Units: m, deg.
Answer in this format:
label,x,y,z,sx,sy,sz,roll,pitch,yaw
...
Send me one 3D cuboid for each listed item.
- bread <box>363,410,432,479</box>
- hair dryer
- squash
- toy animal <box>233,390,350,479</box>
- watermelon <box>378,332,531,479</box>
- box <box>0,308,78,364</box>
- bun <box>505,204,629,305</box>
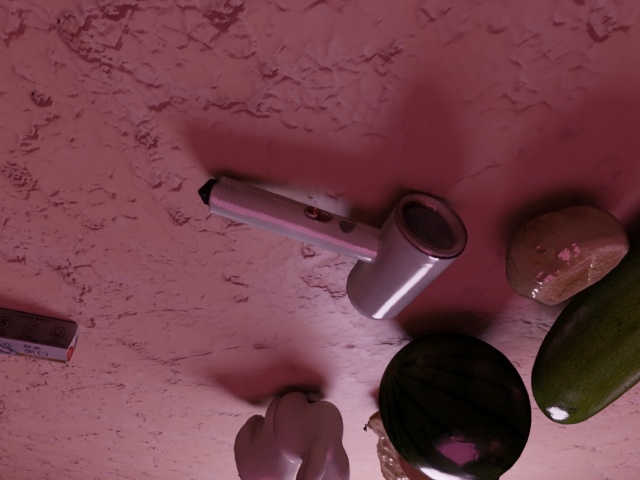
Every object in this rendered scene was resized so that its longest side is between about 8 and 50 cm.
label,x,y,z,sx,sy,sz,roll,pitch,yaw
bread,0.176,0.391,0.760,0.211,0.224,0.184,13,133,-2
hair dryer,0.000,0.000,0.409,0.236,0.073,0.131,16,138,-14
squash,0.335,0.077,0.462,0.107,0.107,0.395,6,134,-7
toy animal,-0.049,0.359,0.742,0.192,0.179,0.127,-23,137,27
watermelon,0.181,0.219,0.566,0.214,0.188,0.188,30,133,-10
box,-0.435,0.113,0.561,0.217,0.040,0.055,17,138,-19
bun,0.228,0.011,0.418,0.115,0.069,0.115,-17,145,-12
